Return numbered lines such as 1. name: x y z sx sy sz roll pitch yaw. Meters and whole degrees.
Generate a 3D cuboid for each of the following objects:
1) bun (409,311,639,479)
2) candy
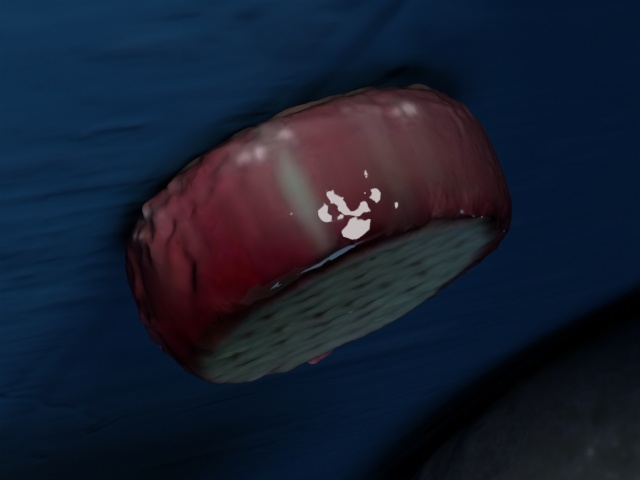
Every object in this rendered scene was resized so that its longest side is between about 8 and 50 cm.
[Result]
1. bun: 0.208 0.156 0.887 0.361 0.211 0.362 -21 161 -7
2. candy: 0.000 0.000 0.440 0.103 0.043 0.103 -23 162 -8
